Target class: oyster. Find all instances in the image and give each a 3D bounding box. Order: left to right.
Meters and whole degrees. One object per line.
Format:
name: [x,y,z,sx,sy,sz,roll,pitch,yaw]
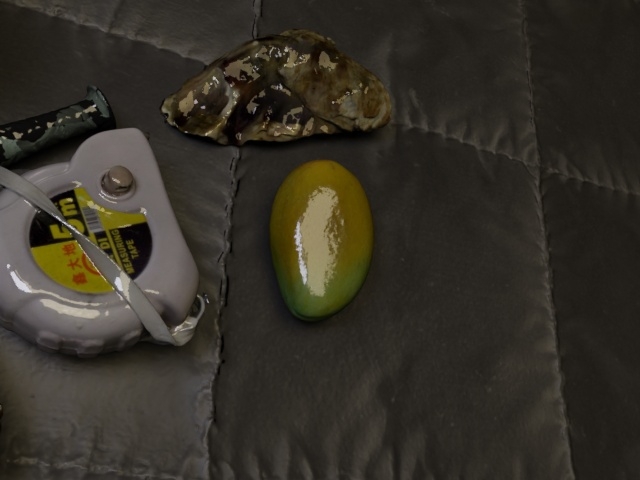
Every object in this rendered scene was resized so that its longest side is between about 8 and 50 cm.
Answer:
oyster: [-0.050,-0.186,0.804,0.294,0.094,0.166,-23,88,-24]

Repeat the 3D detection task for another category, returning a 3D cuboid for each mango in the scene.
mango: [0.000,0.000,0.740,0.130,0.092,0.195,19,66,-18]

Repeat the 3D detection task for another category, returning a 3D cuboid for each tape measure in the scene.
tape measure: [-0.226,0.010,0.614,0.197,0.120,0.236,-13,69,-35]

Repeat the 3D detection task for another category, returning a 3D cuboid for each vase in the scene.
vase: [-0.304,-0.113,0.669,0.167,0.059,0.059,-31,83,-32]

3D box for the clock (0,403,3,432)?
clock: [-0.403,0.156,0.475,0.277,0.071,0.294,36,66,-2]
